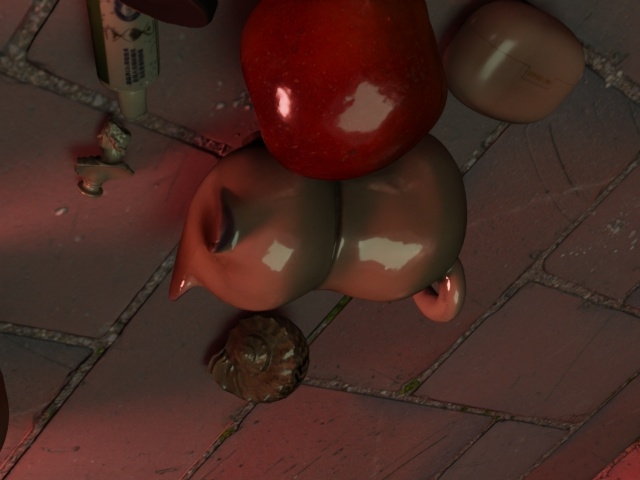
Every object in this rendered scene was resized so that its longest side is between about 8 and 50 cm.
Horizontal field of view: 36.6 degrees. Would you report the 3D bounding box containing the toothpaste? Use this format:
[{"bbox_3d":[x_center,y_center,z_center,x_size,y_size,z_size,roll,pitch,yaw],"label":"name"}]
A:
[{"bbox_3d":[-0.186,-0.270,0.869,0.099,0.061,0.392,-16,137,-19],"label":"toothpaste"}]

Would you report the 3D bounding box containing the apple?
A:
[{"bbox_3d":[0.022,-0.172,0.990,0.201,0.218,0.218,-13,144,10],"label":"apple"}]

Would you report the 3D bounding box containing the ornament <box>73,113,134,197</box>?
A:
[{"bbox_3d":[-0.234,-0.085,1.049,0.092,0.041,0.068,-41,145,9],"label":"ornament"}]

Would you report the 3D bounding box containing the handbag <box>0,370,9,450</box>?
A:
[{"bbox_3d":[-0.456,0.236,1.047,0.149,0.283,0.302,15,122,-42],"label":"handbag"}]

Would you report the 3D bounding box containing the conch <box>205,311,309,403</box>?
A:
[{"bbox_3d":[-0.084,0.174,1.418,0.155,0.130,0.207,-5,172,17],"label":"conch"}]

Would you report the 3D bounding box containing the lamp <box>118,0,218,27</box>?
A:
[{"bbox_3d":[-0.050,-0.340,0.796,0.371,0.108,0.130,-53,144,6],"label":"lamp"}]

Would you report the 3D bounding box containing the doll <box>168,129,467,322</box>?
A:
[{"bbox_3d":[0.011,-0.025,1.161,0.370,0.226,0.215,5,160,-27],"label":"doll"}]

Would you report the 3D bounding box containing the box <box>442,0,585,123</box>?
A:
[{"bbox_3d":[0.241,-0.218,1.199,0.200,0.088,0.146,10,125,-43],"label":"box"}]
